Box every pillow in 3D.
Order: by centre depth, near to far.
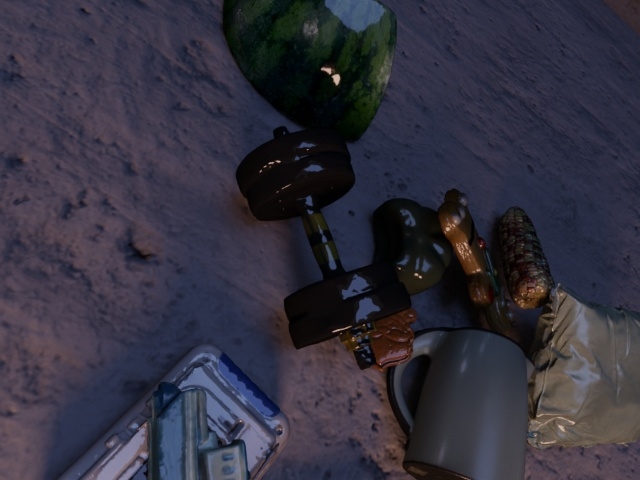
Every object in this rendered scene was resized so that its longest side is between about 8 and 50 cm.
[{"bbox_3d":[0.506,0.241,0.770,0.310,0.138,0.283,14,87,-24],"label":"pillow"}]

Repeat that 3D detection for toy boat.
[{"bbox_3d":[-0.115,0.249,0.416,0.102,0.088,0.215,2,66,-27],"label":"toy boat"}]

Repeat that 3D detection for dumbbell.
[{"bbox_3d":[0.000,0.000,0.620,0.185,0.185,0.388,-13,75,-31],"label":"dumbbell"}]

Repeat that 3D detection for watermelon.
[{"bbox_3d":[-0.013,-0.394,0.764,0.292,0.222,0.319,11,65,-28],"label":"watermelon"}]

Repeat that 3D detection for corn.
[{"bbox_3d":[0.416,0.028,0.861,0.086,0.086,0.253,26,44,-15],"label":"corn"}]

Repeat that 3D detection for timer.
[{"bbox_3d":[-0.167,0.262,0.484,0.178,0.078,0.253,45,57,-2],"label":"timer"}]

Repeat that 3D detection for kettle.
[{"bbox_3d":[0.209,0.250,0.648,0.221,0.161,0.236,17,57,15],"label":"kettle"}]

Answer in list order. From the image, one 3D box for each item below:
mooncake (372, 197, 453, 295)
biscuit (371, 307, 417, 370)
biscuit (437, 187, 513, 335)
[{"bbox_3d":[0.152,0.008,0.743,0.169,0.104,0.175,-18,75,-26],"label":"mooncake"},{"bbox_3d":[0.106,0.149,0.680,0.102,0.019,0.130,16,55,14],"label":"biscuit"},{"bbox_3d":[0.299,0.045,0.773,0.301,0.049,0.197,64,32,-13],"label":"biscuit"}]
